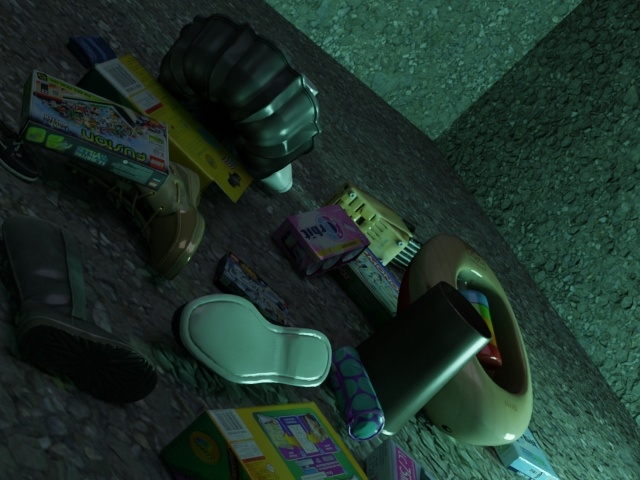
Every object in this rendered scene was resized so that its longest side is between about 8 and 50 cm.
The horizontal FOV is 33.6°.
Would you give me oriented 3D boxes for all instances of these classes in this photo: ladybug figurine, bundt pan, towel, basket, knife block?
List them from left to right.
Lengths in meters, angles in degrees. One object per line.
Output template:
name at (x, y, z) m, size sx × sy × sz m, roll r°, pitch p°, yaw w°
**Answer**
towel at (-0.416, -0.347, 1.946) m, size 0.067 × 0.029 × 0.119 m, roll 48°, pitch 15°, yaw 1°
bundt pan at (-0.165, -0.242, 1.928) m, size 0.331 × 0.331 × 0.124 m, roll 45°, pitch 59°, yaw -7°
knife block at (0.140, -0.038, 2.542) m, size 0.275 × 0.088 × 0.242 m, roll 45°, pitch 15°, yaw -6°
basket at (0.161, 0.188, 1.767) m, size 0.154 × 0.227 × 0.204 m, roll 45°, pitch 16°, yaw -6°
ladybug figurine at (0.257, 0.189, 2.003) m, size 0.305 × 0.162 × 0.449 m, roll 31°, pitch 40°, yaw -37°

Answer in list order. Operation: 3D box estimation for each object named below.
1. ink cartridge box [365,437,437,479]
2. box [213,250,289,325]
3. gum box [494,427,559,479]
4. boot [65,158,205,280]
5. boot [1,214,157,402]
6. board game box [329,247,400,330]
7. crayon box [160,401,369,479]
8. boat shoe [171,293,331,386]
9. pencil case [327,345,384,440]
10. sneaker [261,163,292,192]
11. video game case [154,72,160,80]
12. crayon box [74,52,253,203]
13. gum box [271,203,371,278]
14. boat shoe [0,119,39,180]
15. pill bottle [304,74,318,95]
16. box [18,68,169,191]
ink cartridge box at (0.190, 0.442, 1.533) m, size 0.311 × 0.065 × 0.186 m, roll 45°, pitch 16°, yaw -13°
box at (-0.108, 0.085, 1.685) m, size 0.137 × 0.027 × 0.094 m, roll 43°, pitch 17°, yaw -14°
gum box at (0.399, 0.413, 2.187) m, size 0.157 × 0.041 × 0.184 m, roll 34°, pitch 19°, yaw -38°
boot at (-0.269, -0.069, 1.523) m, size 0.203 × 0.095 × 0.262 m, roll 34°, pitch 26°, yaw -26°
boot at (-0.278, 0.075, 1.207) m, size 0.189 × 0.076 × 0.208 m, roll 39°, pitch 10°, yaw -34°
board game box at (0.129, 0.122, 2.194) m, size 0.317 × 0.046 × 0.213 m, roll 50°, pitch 17°, yaw 11°
crayon box at (-0.047, 0.283, 1.251) m, size 0.165 × 0.081 × 0.278 m, roll 53°, pitch 16°, yaw 21°
boat shoe at (-0.107, 0.144, 1.437) m, size 0.302 × 0.091 × 0.114 m, roll 31°, pitch 66°, yaw -48°
pencil case at (0.050, 0.238, 1.656) m, size 0.070 × 0.064 × 0.152 m, roll 28°, pitch 24°, yaw -36°
sneaker at (-0.149, -0.218, 2.240) m, size 0.152 × 0.114 × 0.305 m, roll 49°, pitch 12°, yaw -54°
video game case at (-0.270, -0.330, 2.116) m, size 0.087 × 0.122 × 0.011 m, roll 51°, pitch 16°, yaw 14°
crayon box at (-0.265, -0.173, 1.814) m, size 0.318 × 0.081 × 0.202 m, roll 44°, pitch 15°, yaw -6°
gum box at (0.000, 0.000, 2.040) m, size 0.107 × 0.062 × 0.188 m, roll 51°, pitch 33°, yaw 15°
boat shoe at (-0.414, -0.131, 1.391) m, size 0.125 × 0.038 × 0.046 m, roll 44°, pitch 16°, yaw -8°
pill bottle at (-0.088, -0.310, 2.459) m, size 0.094 × 0.169 × 0.094 m, roll 42°, pitch 16°, yaw -15°
box at (-0.308, -0.151, 1.460) m, size 0.207 × 0.036 × 0.114 m, roll 21°, pitch 39°, yaw -29°
